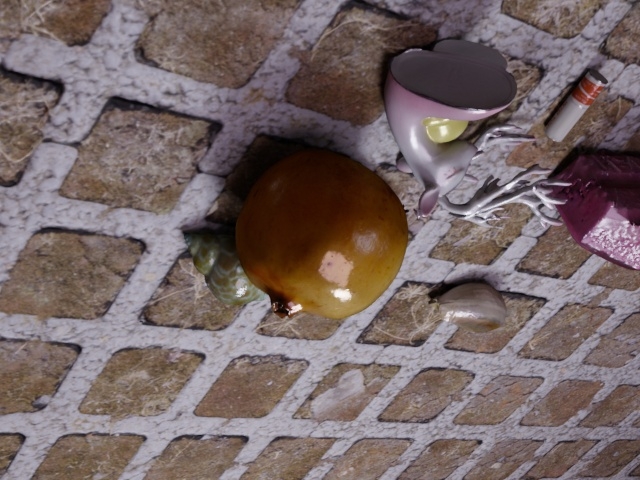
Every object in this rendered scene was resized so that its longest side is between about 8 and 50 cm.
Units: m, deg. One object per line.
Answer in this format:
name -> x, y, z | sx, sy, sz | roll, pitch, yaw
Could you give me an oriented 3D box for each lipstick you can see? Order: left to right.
lipstick -> 0.430, -0.227, 1.755 | 0.038, 0.038, 0.131 | 6, 132, -37

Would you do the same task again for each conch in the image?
conch -> -0.134, 0.047, 1.681 | 0.173, 0.106, 0.116 | -11, 121, -50

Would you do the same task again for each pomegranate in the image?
pomegranate -> 0.000, 0.000, 1.572 | 0.264, 0.264, 0.264 | -17, 142, -14

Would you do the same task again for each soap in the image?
soap -> 0.593, -0.052, 1.925 | 0.325, 0.220, 0.127 | 1, 143, -34

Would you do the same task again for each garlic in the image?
garlic -> 0.309, 0.135, 2.075 | 0.101, 0.087, 0.195 | -36, 147, 32

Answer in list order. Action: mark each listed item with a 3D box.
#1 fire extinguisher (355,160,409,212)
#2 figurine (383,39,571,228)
fire extinguisher -> 0.086, -0.077, 1.716 | 0.064, 0.043, 0.158 | -9, 151, 27
figurine -> 0.244, -0.145, 1.615 | 0.284, 0.206, 0.316 | -9, 145, -7
